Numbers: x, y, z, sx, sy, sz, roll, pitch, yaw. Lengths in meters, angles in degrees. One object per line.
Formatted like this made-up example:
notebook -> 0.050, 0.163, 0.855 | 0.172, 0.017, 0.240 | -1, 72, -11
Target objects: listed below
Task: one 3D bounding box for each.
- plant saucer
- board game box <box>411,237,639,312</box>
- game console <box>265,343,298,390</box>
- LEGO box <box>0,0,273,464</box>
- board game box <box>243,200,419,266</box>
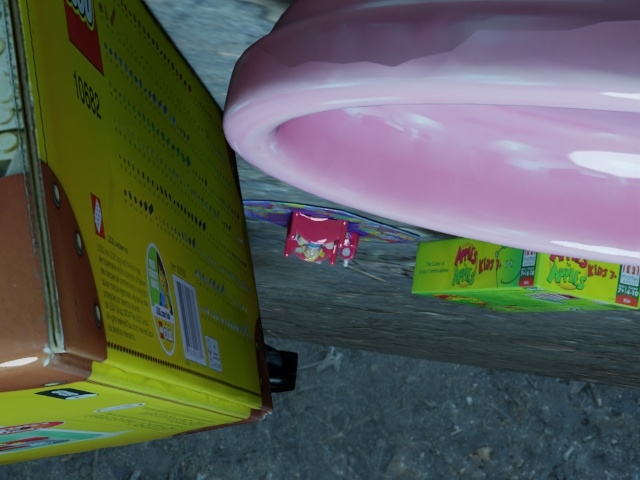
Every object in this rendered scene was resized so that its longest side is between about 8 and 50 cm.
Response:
plant saucer -> 0.132, -0.051, 0.601 | 0.332, 0.084, 0.332 | 8, 173, 1
board game box -> 0.154, 0.025, 1.187 | 0.092, 0.043, 0.181 | 12, 171, -24
game console -> -0.119, 0.105, 1.399 | 0.213, 0.044, 0.361 | 6, 172, -8
LEGO box -> -0.246, 0.010, 0.735 | 0.372, 0.193, 0.500 | -9, 171, 4
board game box -> 0.000, 0.000, 1.335 | 0.133, 0.033, 0.168 | 3, 171, 42
